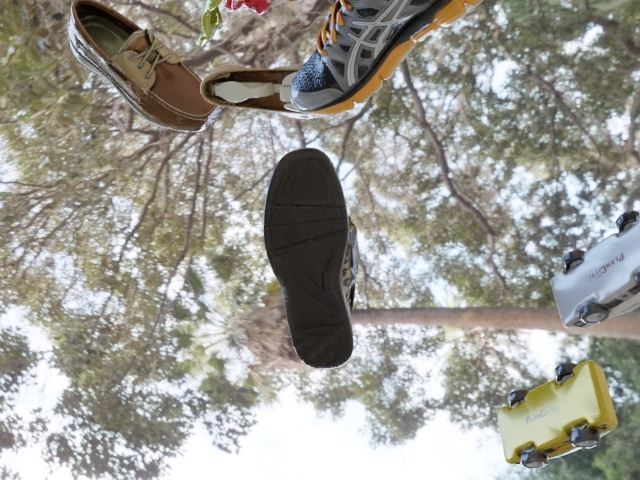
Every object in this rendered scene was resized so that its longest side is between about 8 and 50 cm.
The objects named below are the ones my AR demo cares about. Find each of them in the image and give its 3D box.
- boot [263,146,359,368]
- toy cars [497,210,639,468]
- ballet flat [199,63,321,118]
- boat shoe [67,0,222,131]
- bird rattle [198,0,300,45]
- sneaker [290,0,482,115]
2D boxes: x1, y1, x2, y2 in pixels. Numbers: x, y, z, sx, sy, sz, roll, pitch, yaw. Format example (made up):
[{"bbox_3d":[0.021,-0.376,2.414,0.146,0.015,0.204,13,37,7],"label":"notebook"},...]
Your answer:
[{"bbox_3d":[0.000,0.000,1.085,0.284,0.138,0.378,-75,-24,-69],"label":"boot"},{"bbox_3d":[0.361,0.141,0.792,0.087,0.176,0.394,16,-81,-20],"label":"toy cars"},{"bbox_3d":[-0.064,-0.211,0.869,0.073,0.232,0.080,-52,-37,-62],"label":"ballet flat"},{"bbox_3d":[-0.326,-0.316,1.086,0.324,0.120,0.123,33,-113,5],"label":"boat shoe"},{"bbox_3d":[-0.059,-0.319,0.738,0.253,0.206,0.143,-40,-54,-63],"label":"bird rattle"},{"bbox_3d":[0.041,-0.184,0.484,0.083,0.215,0.084,29,-139,-31],"label":"sneaker"}]
